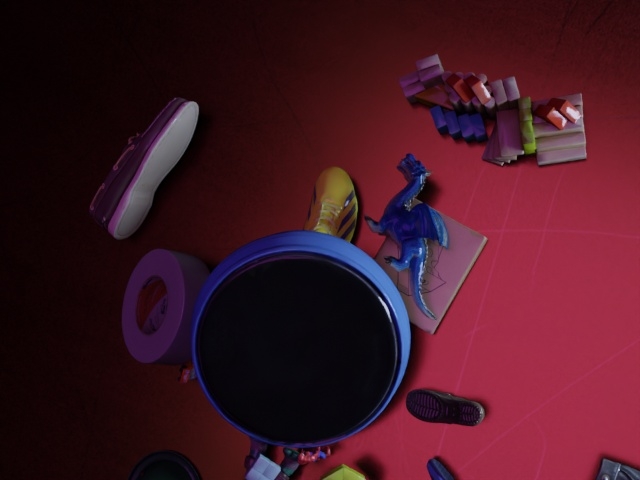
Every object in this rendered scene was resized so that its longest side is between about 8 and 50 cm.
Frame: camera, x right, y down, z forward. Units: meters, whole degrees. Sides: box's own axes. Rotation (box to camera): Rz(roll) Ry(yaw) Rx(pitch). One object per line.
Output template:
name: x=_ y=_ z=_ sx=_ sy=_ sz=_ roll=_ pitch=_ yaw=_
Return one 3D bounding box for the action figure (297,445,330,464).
action figure: x=-0.016 y=0.381 z=1.316 sx=0.038 sy=0.115 sz=0.030 roll=-17 pitch=76 yaw=15

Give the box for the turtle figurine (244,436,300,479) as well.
turtle figurine: x=-0.127 y=0.475 z=1.339 sx=0.175 sy=0.118 sz=0.234 roll=24 pitch=79 yaw=1

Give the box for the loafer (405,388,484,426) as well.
loafer: x=0.218 y=0.294 z=1.287 sx=0.148 sy=0.050 sz=0.056 roll=8 pitch=81 yaw=36

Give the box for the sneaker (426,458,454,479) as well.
sneaker: x=0.212 y=0.445 z=1.262 sx=0.059 sy=0.053 sz=0.144 roll=-31 pitch=72 yaw=15

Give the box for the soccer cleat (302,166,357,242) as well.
soccer cleat: x=0.001 y=0.001 z=1.365 sx=0.093 sy=0.121 sz=0.289 roll=11 pitch=86 yaw=20

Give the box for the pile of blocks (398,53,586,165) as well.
pile of blocks: x=0.293 y=-0.227 z=1.305 sx=0.362 sy=0.112 sz=0.149 roll=19 pitch=88 yaw=21

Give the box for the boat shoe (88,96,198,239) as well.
boat shoe: x=-0.366 y=-0.161 z=1.524 sx=0.096 sy=0.116 sz=0.324 roll=35 pitch=99 yaw=17

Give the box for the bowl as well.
bowl: x=-0.038 y=0.180 z=1.289 sx=0.390 sy=0.077 sz=0.391 roll=1 pitch=103 yaw=3

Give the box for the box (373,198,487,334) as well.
box: x=0.184 y=0.044 z=1.350 sx=0.164 sy=0.021 sz=0.201 roll=31 pitch=92 yaw=21

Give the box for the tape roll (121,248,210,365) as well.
tape roll: x=-0.297 y=0.129 z=1.429 sx=0.219 sy=0.072 sz=0.219 roll=-16 pitch=68 yaw=43

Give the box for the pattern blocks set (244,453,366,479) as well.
pattern blocks set: x=-0.015 y=0.516 z=1.261 sx=0.324 sy=0.026 sz=0.286 roll=25 pitch=91 yaw=-9

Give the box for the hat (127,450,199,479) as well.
hat: x=-0.341 y=0.506 z=1.373 sx=0.172 sy=0.183 sz=0.209 roll=14 pitch=86 yaw=20

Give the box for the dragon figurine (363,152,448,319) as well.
dragon figurine: x=0.174 y=-0.014 z=1.304 sx=0.144 sy=0.085 sz=0.289 roll=-29 pitch=72 yaw=13

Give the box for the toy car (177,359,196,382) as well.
toy car: x=-0.247 y=0.220 z=1.456 sx=0.040 sy=0.060 sz=0.122 roll=15 pitch=94 yaw=-11

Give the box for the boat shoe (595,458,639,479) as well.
boat shoe: x=0.419 y=0.505 z=1.161 sx=0.119 sy=0.121 sz=0.335 roll=24 pitch=79 yaw=28
